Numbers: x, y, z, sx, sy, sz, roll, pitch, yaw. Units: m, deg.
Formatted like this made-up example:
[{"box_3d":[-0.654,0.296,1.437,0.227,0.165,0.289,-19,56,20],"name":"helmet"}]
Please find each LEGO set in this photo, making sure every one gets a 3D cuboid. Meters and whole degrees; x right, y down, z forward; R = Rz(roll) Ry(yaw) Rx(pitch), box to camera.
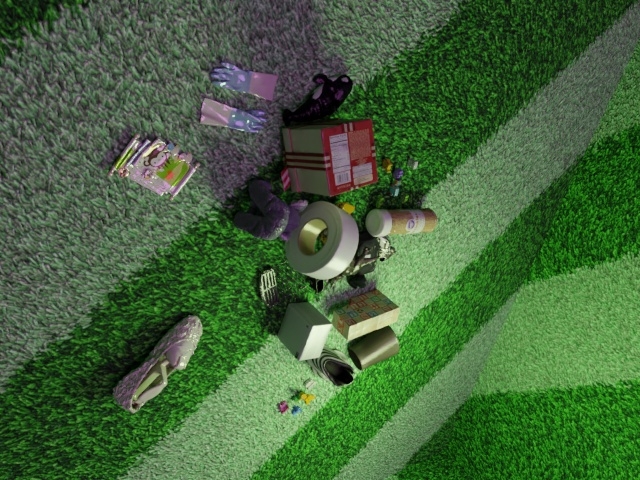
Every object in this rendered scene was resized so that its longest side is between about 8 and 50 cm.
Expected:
[{"box_3d":[-0.105,0.769,2.339,0.227,0.087,0.093,-41,135,-13],"name":"LEGO set"}]

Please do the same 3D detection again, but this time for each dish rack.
[{"box_3d":[-0.118,0.165,1.949,0.272,0.074,0.208,-24,129,-25],"name":"dish rack"}]

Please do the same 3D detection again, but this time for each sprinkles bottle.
[{"box_3d":[0.368,-0.086,2.152,0.356,0.121,0.121,-5,119,-38],"name":"sprinkles bottle"}]

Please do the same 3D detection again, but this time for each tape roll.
[{"box_3d":[0.000,0.000,1.791,0.100,0.286,0.286,24,100,-46],"name":"tape roll"}]

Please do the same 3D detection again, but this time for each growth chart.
[{"box_3d":[-0.490,-0.222,1.435,0.237,0.021,0.171,27,97,-46],"name":"growth chart"}]

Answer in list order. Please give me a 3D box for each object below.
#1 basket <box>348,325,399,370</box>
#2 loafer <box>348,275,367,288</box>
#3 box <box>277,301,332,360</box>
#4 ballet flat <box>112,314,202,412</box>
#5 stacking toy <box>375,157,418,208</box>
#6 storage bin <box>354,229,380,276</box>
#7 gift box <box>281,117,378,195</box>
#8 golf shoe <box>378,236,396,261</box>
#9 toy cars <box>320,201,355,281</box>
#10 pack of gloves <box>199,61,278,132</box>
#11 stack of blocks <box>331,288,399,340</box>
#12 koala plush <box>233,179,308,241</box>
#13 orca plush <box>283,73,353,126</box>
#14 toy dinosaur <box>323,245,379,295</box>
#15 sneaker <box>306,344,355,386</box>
[{"box_3d":[0.271,0.558,2.470,0.227,0.154,0.204,-25,129,-21],"name":"basket"},{"box_3d":[0.176,0.176,2.156,0.062,0.170,0.061,40,75,-10],"name":"loafer"},{"box_3d":[-0.070,0.386,2.052,0.119,0.182,0.180,3,115,-43],"name":"box"},{"box_3d":[-0.563,0.457,1.732,0.409,0.147,0.147,-46,136,-7],"name":"ballet flat"},{"box_3d":[0.321,-0.251,2.062,0.167,0.052,0.221,-10,125,-33],"name":"stacking toy"},{"box_3d":[0.184,0.056,2.118,0.122,0.084,0.180,-14,124,-33],"name":"storage bin"},{"box_3d":[0.017,-0.271,1.642,0.255,0.258,0.275,-15,110,-34],"name":"gift box"},{"box_3d":[0.277,0.034,2.186,0.094,0.077,0.198,-47,135,-5],"name":"golf shoe"},{"box_3d":[0.057,0.004,1.984,0.177,0.087,0.393,-32,138,-31],"name":"toy cars"},{"box_3d":[-0.242,-0.434,1.483,0.232,0.046,0.194,0,117,-40],"name":"pack of gloves"},{"box_3d":[0.201,0.345,2.255,0.298,0.171,0.087,-14,125,-31],"name":"stack of blocks"},{"box_3d":[-0.150,-0.082,1.698,0.221,0.203,0.196,10,110,-55],"name":"koala plush"},{"box_3d":[0.010,-0.472,1.622,0.288,0.102,0.151,-25,130,-25],"name":"orca plush"},{"box_3d":[0.116,0.092,1.974,0.314,0.121,0.160,-19,142,-49],"name":"toy dinosaur"},{"box_3d":[0.075,0.632,2.274,0.169,0.258,0.447,-47,136,-5],"name":"sneaker"}]
